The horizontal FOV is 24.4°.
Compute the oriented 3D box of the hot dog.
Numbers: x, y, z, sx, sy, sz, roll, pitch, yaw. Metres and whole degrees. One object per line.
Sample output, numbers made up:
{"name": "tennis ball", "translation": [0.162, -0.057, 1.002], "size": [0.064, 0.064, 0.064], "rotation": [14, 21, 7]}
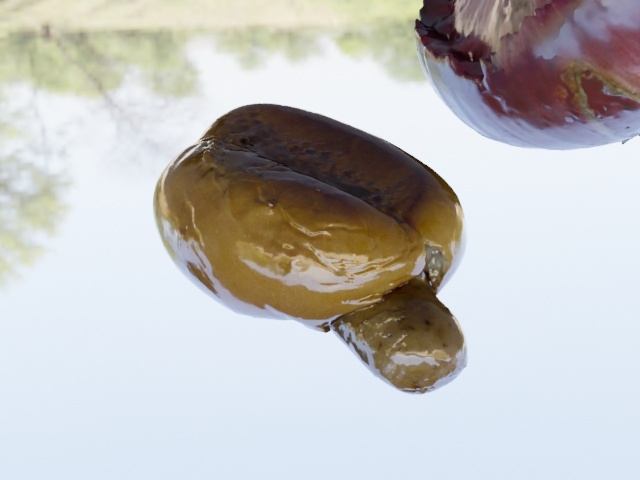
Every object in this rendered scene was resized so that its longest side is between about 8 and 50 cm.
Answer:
{"name": "hot dog", "translation": [0.001, -0.001, 0.505], "size": [0.140, 0.060, 0.090], "rotation": [21, -146, 37]}

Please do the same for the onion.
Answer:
{"name": "onion", "translation": [0.159, -0.151, 0.783], "size": [0.161, 0.248, 0.248], "rotation": [23, 171, -37]}
